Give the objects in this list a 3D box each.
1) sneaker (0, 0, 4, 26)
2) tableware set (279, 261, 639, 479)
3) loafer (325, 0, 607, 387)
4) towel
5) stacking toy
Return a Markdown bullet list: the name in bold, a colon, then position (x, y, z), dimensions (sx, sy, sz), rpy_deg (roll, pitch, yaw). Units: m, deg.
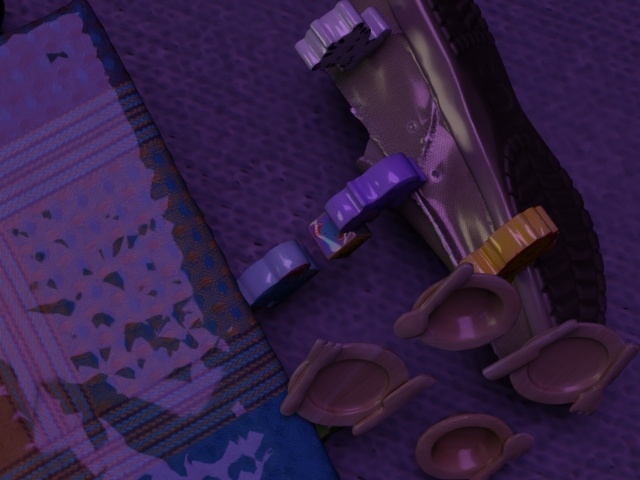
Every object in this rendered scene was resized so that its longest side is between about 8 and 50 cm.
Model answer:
- **sneaker**: position (-0.280, -0.243, 0.920), dimensions (0.283, 0.107, 0.124), rpy_deg (41, 63, 7)
- **tableware set**: position (0.073, 0.073, 0.776), dimensions (0.169, 0.141, 0.020), rpy_deg (27, 34, -31)
- **loafer**: position (0.079, -0.037, 0.853), dimensions (0.092, 0.102, 0.268), rpy_deg (-27, 80, 32)
- **towel**: position (-0.158, 0.093, 0.786), dimensions (0.271, 0.040, 0.370), rpy_deg (-27, 90, -8)
- **stacking toy**: position (0.000, 0.000, 0.810), dimensions (0.221, 0.052, 0.167), rpy_deg (-43, 73, 24)
